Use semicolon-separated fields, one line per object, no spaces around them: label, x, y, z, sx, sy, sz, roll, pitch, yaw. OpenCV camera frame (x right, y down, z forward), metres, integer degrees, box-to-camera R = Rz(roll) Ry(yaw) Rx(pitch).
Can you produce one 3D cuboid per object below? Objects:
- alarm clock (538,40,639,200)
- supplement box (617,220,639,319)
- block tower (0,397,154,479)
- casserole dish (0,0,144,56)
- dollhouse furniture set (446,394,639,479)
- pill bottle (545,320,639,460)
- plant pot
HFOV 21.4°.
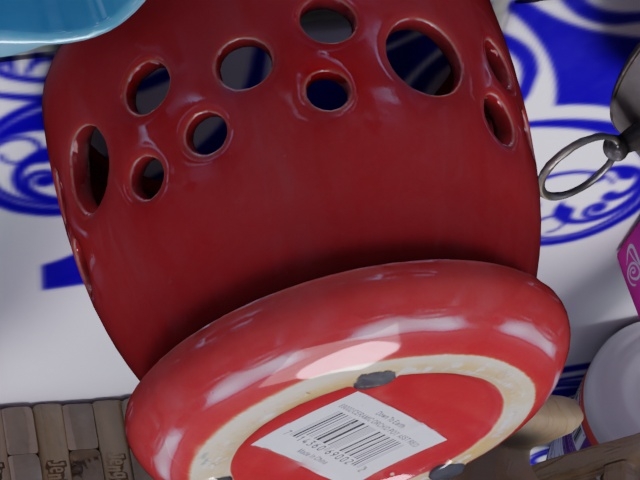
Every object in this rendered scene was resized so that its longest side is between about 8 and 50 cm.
alarm clock;0.172;-0.061;0.699;0.192;0.064;0.129;-25;155;-12
supplement box;0.285;0.016;0.881;0.220;0.114;0.111;-6;151;-18
block tower;-0.236;0.149;0.891;0.335;0.091;0.097;-2;149;-22
casserole dish;-0.090;-0.127;0.527;0.114;0.037;0.188;1;148;-27
dollhouse furniture set;0.010;0.268;0.814;0.394;0.362;0.256;14;154;-31
pill bottle;0.200;0.137;1.059;0.108;0.108;0.193;-9;151;-10
plant pot;0.000;0.000;0.657;0.191;0.174;0.191;-13;151;-8
